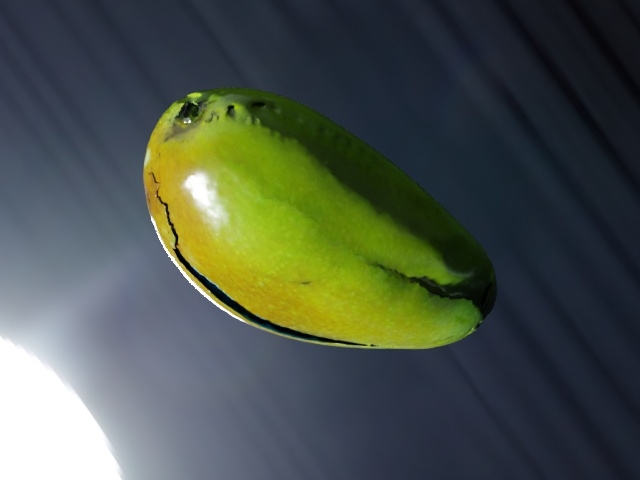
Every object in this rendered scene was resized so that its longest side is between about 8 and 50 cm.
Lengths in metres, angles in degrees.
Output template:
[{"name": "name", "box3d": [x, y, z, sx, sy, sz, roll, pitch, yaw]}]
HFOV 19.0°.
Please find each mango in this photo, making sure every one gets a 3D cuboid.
[{"name": "mango", "box3d": [0.000, 0.000, 1.080, 0.125, 0.233, 0.111, -21, -135, 50]}]
